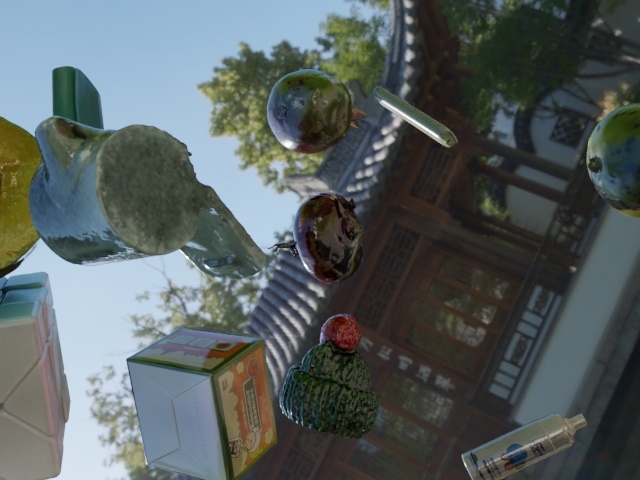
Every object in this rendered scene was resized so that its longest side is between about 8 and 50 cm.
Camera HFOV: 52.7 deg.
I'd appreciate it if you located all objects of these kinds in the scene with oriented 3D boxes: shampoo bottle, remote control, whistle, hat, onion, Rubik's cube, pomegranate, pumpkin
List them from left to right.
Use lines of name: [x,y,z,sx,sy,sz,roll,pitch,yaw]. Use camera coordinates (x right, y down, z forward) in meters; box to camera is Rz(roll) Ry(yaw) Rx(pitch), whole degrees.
pumpkin: [-0.671,-0.058,1.211,0.332,0.332,0.199,-52,6,-38]
Rubik's cube: [-0.661,0.262,1.210,0.316,0.322,0.318,-144,49,-69]
whistle: [-0.254,-0.051,1.002,0.405,0.168,0.188,15,-110,-53]
pomegranate: [-0.002,-0.428,2.073,0.323,0.291,0.290,-24,-35,-20]
onion: [0.000,0.000,1.910,0.273,0.285,0.273,49,-147,-48]
hat: [0.050,0.370,1.811,0.242,0.274,0.332,5,78,62]
remote control: [0.265,-0.353,1.839,0.038,0.309,0.090,-51,-37,5]
shampoo bottle: [0.499,0.499,1.565,0.303,0.092,0.092,-27,-16,8]
pomegranate: [0.614,-0.154,1.181,0.211,0.263,0.211,167,90,-87]

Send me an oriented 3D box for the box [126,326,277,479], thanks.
box: [-0.184,0.259,1.042,0.148,0.178,0.195,-29,-64,-57]

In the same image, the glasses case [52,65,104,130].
glasses case: [-0.457,-0.212,1.236,0.070,0.301,0.117,-20,-40,0]
